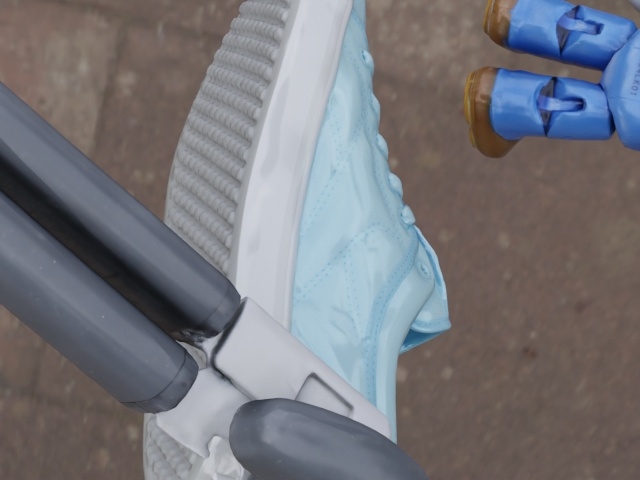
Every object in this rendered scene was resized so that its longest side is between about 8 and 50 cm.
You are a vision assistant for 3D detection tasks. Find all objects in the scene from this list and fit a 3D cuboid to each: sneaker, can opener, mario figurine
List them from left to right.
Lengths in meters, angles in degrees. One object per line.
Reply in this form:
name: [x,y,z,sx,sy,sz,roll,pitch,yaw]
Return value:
can opener: [-0.057,0.034,0.771,0.283,0.095,0.076,43,61,-26]
sneaker: [0.000,0.000,1.013,0.150,0.135,0.366,22,61,-25]
mario figurine: [0.277,-0.091,1.330,0.320,0.198,0.170,15,29,21]
